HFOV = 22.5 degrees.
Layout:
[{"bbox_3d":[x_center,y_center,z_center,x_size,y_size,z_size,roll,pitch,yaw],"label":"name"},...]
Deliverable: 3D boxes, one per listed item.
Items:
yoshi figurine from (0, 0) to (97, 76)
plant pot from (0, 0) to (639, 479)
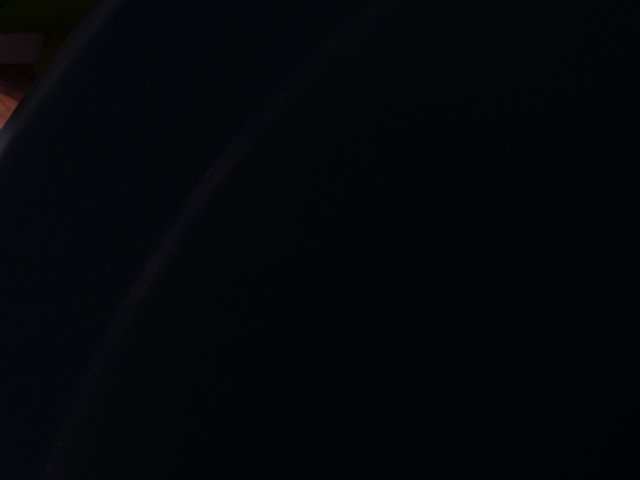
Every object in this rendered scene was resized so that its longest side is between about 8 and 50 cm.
[{"bbox_3d":[-0.137,-0.117,0.394,0.203,0.362,0.203,64,-20,-7],"label":"yoshi figurine"},{"bbox_3d":[0.084,0.070,0.313,0.255,0.271,0.271,35,6,-35],"label":"plant pot"}]
